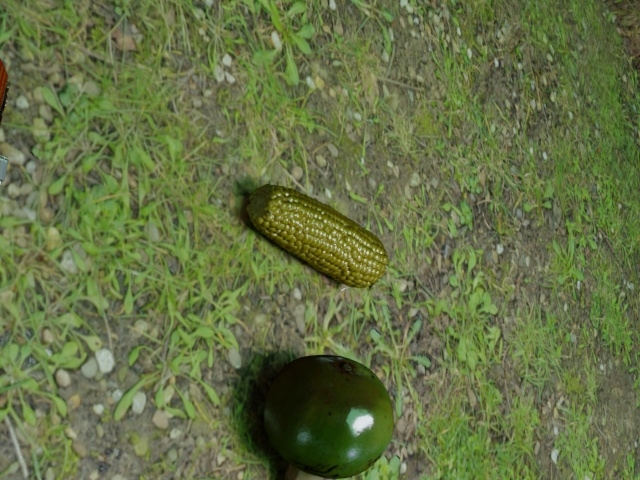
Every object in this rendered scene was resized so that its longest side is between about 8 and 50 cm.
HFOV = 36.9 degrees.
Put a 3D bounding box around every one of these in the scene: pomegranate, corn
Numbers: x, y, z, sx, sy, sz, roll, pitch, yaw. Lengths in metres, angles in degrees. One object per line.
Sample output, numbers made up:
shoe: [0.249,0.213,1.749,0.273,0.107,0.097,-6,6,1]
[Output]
pomegranate: [0.004,0.258,1.292,0.180,0.180,0.210,1,109,-50]
corn: [0.001,-0.005,1.390,0.260,0.091,0.091,29,58,-42]

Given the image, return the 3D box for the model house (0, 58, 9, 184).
model house: [-0.395,-0.108,0.881,0.207,0.153,0.294,27,63,-46]
